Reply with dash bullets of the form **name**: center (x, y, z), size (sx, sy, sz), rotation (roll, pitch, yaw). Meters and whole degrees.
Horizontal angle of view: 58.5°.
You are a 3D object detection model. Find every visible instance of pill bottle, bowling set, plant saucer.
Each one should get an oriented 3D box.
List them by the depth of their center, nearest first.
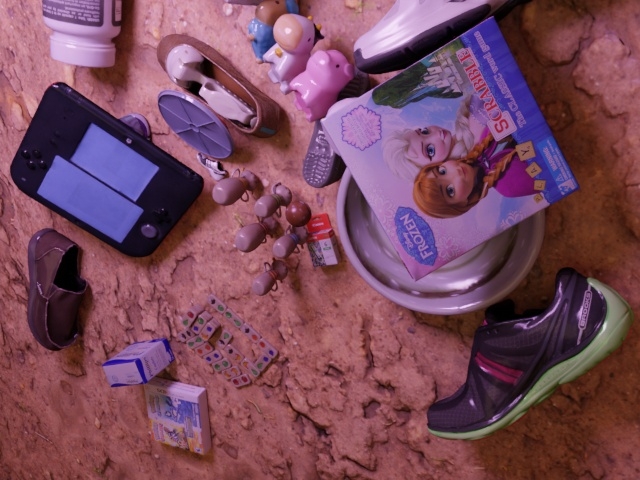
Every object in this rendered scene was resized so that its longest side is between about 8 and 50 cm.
- **plant saucer**: center (0.232, -0.051, 1.133), size (0.400, 0.100, 0.401), rotation (8, 112, 20)
- **pill bottle**: center (-0.513, -0.532, 1.233), size (0.161, 0.161, 0.283), rotation (19, 115, 16)
- **bowling set**: center (-0.083, -0.034, 1.242), size (0.199, 0.154, 0.287), rotation (-12, 104, 26)

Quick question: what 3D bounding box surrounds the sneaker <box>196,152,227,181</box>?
- **sneaker**: center (-0.252, -0.178, 1.334), size (0.037, 0.032, 0.083), rotation (-41, 99, 22)

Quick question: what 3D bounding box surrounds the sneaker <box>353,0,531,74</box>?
- **sneaker**: center (0.221, -0.482, 0.964), size (0.447, 0.169, 0.258), rotation (-26, 89, 21)

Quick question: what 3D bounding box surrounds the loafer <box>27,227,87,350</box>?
- **loafer**: center (-0.729, 0.152, 1.597), size (0.130, 0.134, 0.366), rotation (11, 113, 19)

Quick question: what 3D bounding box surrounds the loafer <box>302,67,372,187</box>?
- **loafer**: center (0.039, -0.226, 1.165), size (0.094, 0.087, 0.251), rotation (31, 105, 29)

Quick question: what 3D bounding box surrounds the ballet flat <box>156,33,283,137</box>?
- **ballet flat**: center (-0.234, -0.329, 1.212), size (0.342, 0.124, 0.116), rotation (40, 115, 5)

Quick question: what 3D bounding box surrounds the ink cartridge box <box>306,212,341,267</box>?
- **ink cartridge box**: center (0.000, 0.000, 1.290), size (0.062, 0.029, 0.115), rotation (-10, 105, 26)

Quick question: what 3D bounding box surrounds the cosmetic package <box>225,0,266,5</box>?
- **cosmetic package**: center (-0.213, -0.599, 1.083), size (0.309, 0.160, 0.113), rotation (46, 119, 0)

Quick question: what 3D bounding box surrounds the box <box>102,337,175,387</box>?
- **box**: center (-0.496, 0.333, 1.564), size (0.126, 0.137, 0.072), rotation (-13, 103, 26)

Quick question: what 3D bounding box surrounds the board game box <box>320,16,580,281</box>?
- **board game box**: center (0.214, -0.145, 0.958), size (0.318, 0.066, 0.319), rotation (-31, 99, 6)

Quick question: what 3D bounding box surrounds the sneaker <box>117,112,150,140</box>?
- **sneaker**: center (-0.448, -0.188, 1.371), size (0.083, 0.098, 0.224), rotation (-6, 106, 25)

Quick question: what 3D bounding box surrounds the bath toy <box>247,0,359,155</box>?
- **bath toy**: center (0.000, -0.311, 1.072), size (0.129, 0.151, 0.348), rotation (-33, 69, -10)

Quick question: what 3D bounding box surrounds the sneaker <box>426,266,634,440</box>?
- **sneaker**: center (0.386, 0.235, 1.158), size (0.483, 0.185, 0.202), rotation (-48, 69, 26)

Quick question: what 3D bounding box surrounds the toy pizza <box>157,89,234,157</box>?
- **toy pizza**: center (-0.269, -0.259, 1.257), size (0.201, 0.032, 0.201), rotation (27, 157, 13)

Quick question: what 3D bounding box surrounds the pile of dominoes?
- **pile of dominoes**: center (-0.257, 0.276, 1.498), size (0.251, 0.040, 0.196), rotation (40, 119, 5)

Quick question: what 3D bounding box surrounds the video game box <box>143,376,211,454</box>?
- **video game box**: center (-0.410, 0.502, 1.645), size (0.187, 0.048, 0.205), rotation (7, 112, 23)

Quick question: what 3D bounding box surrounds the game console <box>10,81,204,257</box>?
- **game console**: center (-0.508, -0.141, 1.345), size (0.386, 0.060, 0.342), rotation (34, 131, -18)
